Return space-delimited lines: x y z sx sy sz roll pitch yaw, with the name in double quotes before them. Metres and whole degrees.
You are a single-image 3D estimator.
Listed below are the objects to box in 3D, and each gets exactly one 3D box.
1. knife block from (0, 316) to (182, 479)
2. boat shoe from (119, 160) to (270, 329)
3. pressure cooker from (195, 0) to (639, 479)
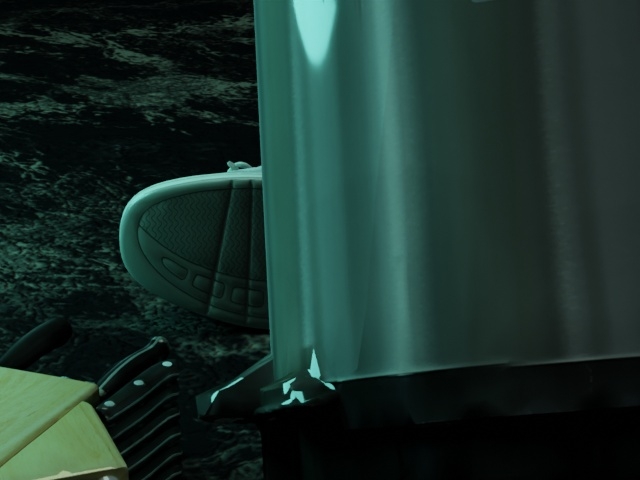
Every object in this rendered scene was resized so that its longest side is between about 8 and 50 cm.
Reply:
"knife block" -0.205 0.130 1.026 0.276 0.088 0.242 -9 22 -20
"boat shoe" 0.001 -0.002 1.346 0.321 0.118 0.103 -1 15 -15
"pressure cooker" 0.144 0.007 0.931 0.376 0.420 0.370 4 -12 -40
